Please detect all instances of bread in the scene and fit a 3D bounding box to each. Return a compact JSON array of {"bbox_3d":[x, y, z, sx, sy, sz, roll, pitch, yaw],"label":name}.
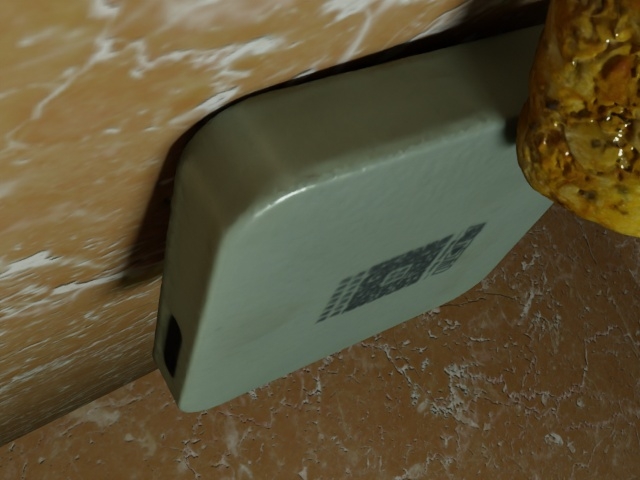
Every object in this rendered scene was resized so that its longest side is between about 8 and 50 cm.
[{"bbox_3d":[0.169,-0.094,0.359,0.083,0.114,0.211,-40,148,-27],"label":"bread"}]

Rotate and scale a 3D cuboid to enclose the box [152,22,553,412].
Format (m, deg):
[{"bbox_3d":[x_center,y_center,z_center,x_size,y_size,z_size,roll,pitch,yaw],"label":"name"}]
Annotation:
[{"bbox_3d":[0.050,-0.010,0.586,0.372,0.091,0.367,-21,158,-27],"label":"box"}]
